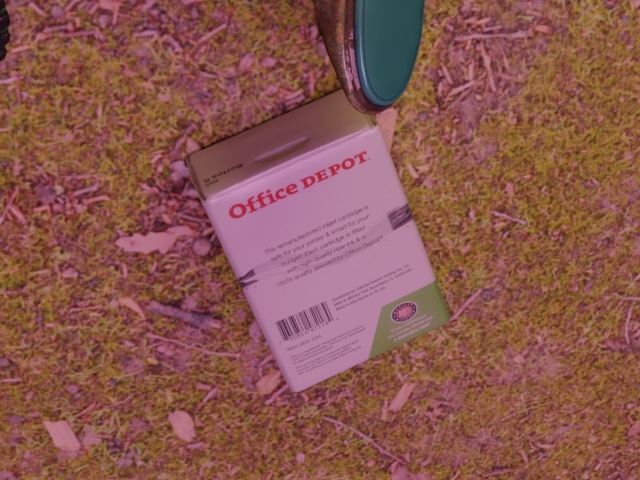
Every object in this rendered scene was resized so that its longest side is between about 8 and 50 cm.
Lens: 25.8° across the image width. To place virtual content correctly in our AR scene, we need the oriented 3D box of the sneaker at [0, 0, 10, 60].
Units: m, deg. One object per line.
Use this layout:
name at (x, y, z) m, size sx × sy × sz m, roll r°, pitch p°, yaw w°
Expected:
sneaker at (-0.380, -0.257, 1.267) m, size 0.134 × 0.146 × 0.344 m, roll -30°, pitch 141°, yaw -29°

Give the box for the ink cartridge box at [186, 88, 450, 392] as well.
ink cartridge box at (0.000, 0.000, 1.514) m, size 0.198 × 0.115 × 0.273 m, roll -24°, pitch 122°, yaw -2°

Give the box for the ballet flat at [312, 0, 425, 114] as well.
ballet flat at (0.038, -0.288, 1.256) m, size 0.123 × 0.123 × 0.349 m, roll 6°, pitch 92°, yaw -19°
